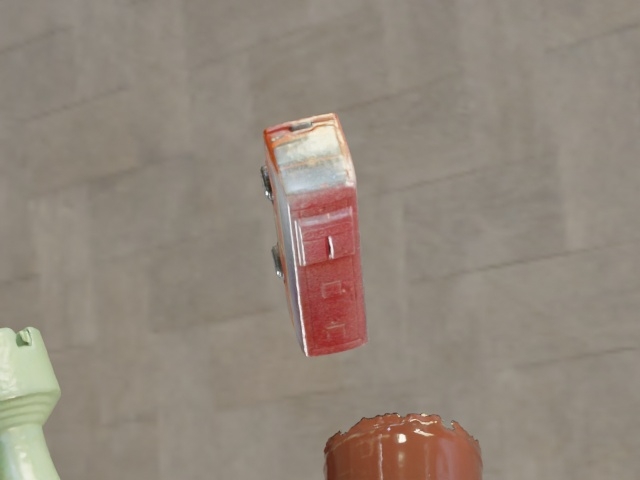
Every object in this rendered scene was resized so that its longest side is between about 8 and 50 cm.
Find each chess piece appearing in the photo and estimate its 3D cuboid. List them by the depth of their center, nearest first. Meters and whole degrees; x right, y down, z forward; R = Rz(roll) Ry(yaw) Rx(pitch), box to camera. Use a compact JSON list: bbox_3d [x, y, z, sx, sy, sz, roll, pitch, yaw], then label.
[{"bbox_3d":[-0.269,0.235,1.657,0.194,0.194,0.299,-30,72,37],"label":"chess piece"}]

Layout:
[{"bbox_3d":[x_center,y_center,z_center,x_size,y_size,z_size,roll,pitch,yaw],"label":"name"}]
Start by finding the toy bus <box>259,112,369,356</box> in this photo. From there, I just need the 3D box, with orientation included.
[{"bbox_3d":[0.000,0.000,1.297,0.192,0.065,0.077,83,170,-49],"label":"toy bus"}]

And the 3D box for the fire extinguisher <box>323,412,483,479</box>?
[{"bbox_3d":[0.073,0.264,1.083,0.147,0.106,0.337,-16,49,18],"label":"fire extinguisher"}]
